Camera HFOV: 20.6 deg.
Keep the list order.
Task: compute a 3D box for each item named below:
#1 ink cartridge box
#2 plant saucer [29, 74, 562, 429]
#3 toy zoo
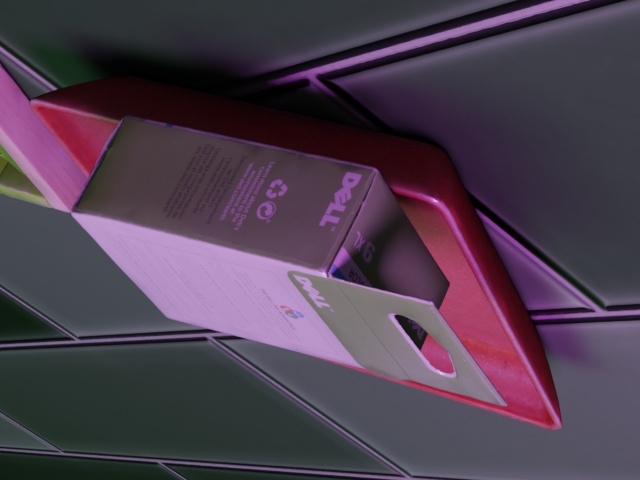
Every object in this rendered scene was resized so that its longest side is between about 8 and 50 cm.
[{"bbox_3d":[-0.006,0.009,0.859,0.209,0.062,0.109,13,155,32],"label":"ink cartridge box"},{"bbox_3d":[0.000,0.000,0.988,0.258,0.047,0.259,15,156,30],"label":"plant saucer"},{"bbox_3d":[-0.307,-0.110,1.125,0.293,0.030,0.192,16,157,26],"label":"toy zoo"}]
